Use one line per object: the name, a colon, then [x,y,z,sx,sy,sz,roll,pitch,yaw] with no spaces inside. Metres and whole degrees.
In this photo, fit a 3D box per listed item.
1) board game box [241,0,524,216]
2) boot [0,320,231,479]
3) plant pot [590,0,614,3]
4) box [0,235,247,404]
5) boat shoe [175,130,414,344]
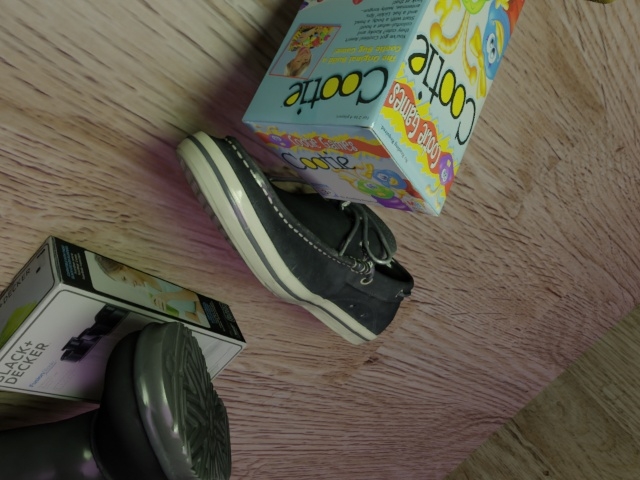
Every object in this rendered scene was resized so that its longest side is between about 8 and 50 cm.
board game box: [0.074,-0.183,0.483,0.142,0.144,0.275,40,70,-48]
boot: [-0.346,0.237,0.573,0.446,0.146,0.366,-6,143,-5]
plant pot: [0.233,-0.381,0.465,0.187,0.212,0.212,33,106,-34]
box: [-0.261,0.128,0.673,0.169,0.087,0.290,-45,138,10]
boat shoe: [0.000,0.000,0.666,0.156,0.186,0.500,-41,145,3]
